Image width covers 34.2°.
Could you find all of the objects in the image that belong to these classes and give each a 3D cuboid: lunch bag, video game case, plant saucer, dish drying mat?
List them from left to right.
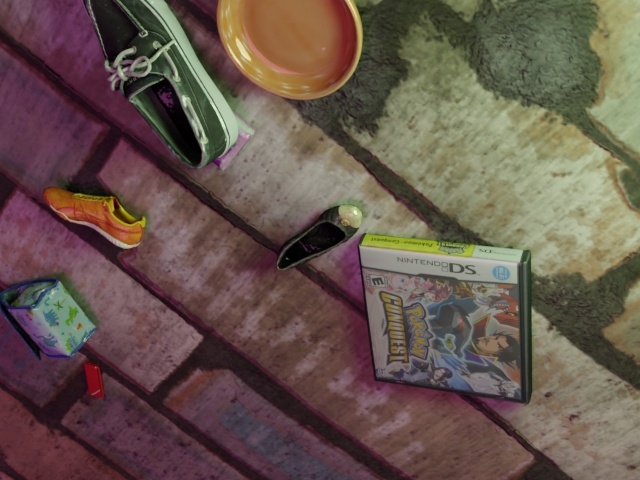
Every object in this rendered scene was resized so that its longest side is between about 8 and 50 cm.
[{"bbox_3d":[-0.498,0.140,1.847,0.151,0.096,0.128,-2,128,43],"label":"lunch bag"},{"bbox_3d":[-0.426,0.263,1.959,0.032,0.008,0.083,13,129,16],"label":"dish drying mat"},{"bbox_3d":[-0.037,-0.278,1.351,0.200,0.037,0.199,12,129,15],"label":"plant saucer"},{"bbox_3d":[0.189,0.119,1.554,0.248,0.035,0.274,6,127,20],"label":"video game case"}]

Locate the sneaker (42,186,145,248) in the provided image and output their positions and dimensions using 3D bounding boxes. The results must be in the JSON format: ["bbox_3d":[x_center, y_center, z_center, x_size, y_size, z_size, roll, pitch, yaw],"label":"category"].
[{"bbox_3d":[-0.359,-0.051,1.666,0.175,0.064,0.067,24,112,-1],"label":"sneaker"}]

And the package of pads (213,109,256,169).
[{"bbox_3d":[-0.135,-0.145,1.500,0.050,0.032,0.083,41,131,-4],"label":"package of pads"}]

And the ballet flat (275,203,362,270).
[{"bbox_3d":[0.000,0.000,1.538,0.057,0.049,0.173,44,130,-13],"label":"ballet flat"}]

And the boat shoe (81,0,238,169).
[{"bbox_3d":[-0.238,-0.231,1.417,0.113,0.105,0.306,-24,103,35],"label":"boat shoe"}]
